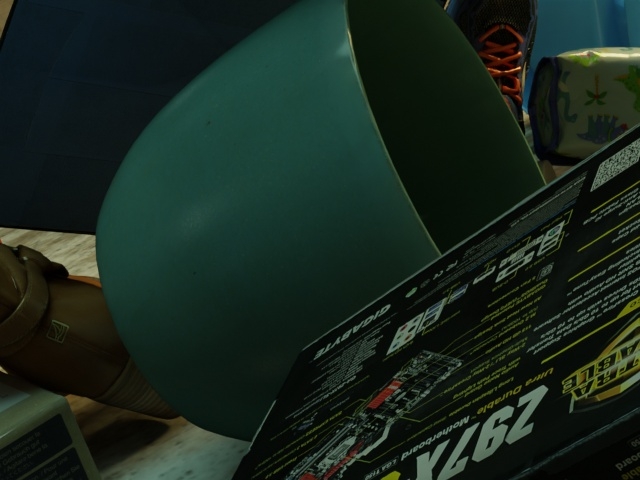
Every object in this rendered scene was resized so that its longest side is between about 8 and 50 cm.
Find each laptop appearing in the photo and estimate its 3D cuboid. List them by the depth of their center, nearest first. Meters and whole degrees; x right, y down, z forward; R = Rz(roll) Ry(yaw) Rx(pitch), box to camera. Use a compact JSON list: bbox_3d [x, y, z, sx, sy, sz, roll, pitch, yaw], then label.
[{"bbox_3d":[0.003,-0.129,1.145,0.382,0.236,0.408,4,-7,-41],"label":"laptop"}]

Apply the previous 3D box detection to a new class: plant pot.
[{"bbox_3d":[0.000,0.000,1.056,0.235,0.293,0.293,-27,16,23],"label":"plant pot"}]

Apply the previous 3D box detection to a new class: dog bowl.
[{"bbox_3d":[0.281,-0.185,1.442,0.074,0.166,0.297,-20,16,-36],"label":"dog bowl"}]

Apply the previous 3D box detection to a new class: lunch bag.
[{"bbox_3d":[0.237,-0.107,1.313,0.128,0.096,0.151,1,6,1],"label":"lunch bag"}]

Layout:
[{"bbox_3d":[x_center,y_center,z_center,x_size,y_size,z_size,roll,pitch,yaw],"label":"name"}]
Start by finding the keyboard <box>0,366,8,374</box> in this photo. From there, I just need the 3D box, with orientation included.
[{"bbox_3d":[-0.326,0.140,1.363,0.072,0.014,0.256,-5,24,36],"label":"keyboard"}]

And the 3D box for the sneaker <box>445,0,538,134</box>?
[{"bbox_3d":[0.142,-0.120,1.348,0.083,0.221,0.087,-2,28,-17],"label":"sneaker"}]

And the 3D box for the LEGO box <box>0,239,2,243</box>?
[{"bbox_3d":[-0.595,-0.023,1.520,0.500,0.373,0.193,-13,20,16],"label":"LEGO box"}]

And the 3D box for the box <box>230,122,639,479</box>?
[{"bbox_3d":[0.081,0.070,0.679,0.322,0.079,0.257,-36,15,33],"label":"box"}]

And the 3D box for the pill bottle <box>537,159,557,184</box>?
[{"bbox_3d":[0.130,-0.030,1.302,0.116,0.065,0.065,-12,21,22],"label":"pill bottle"}]

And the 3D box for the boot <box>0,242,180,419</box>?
[{"bbox_3d":[-0.244,0.051,1.219,0.283,0.220,0.109,24,85,52],"label":"boot"}]

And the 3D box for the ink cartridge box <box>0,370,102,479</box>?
[{"bbox_3d":[-0.294,0.169,1.148,0.193,0.088,0.234,-30,23,-30],"label":"ink cartridge box"}]
